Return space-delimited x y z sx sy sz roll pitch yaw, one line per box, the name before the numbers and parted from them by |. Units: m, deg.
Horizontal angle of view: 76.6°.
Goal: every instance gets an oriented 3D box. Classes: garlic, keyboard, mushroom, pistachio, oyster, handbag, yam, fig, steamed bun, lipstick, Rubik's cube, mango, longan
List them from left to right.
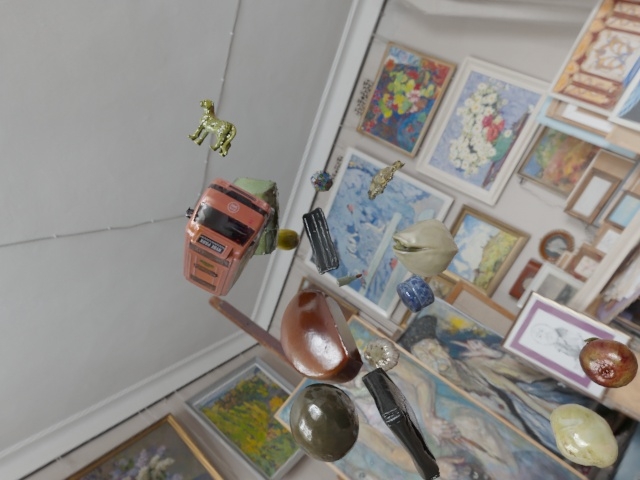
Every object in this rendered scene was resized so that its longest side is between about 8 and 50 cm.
yam | -0.255 -0.099 1.549 0.201 0.203 0.270 -79 -7 -65
mango | -0.171 -0.004 1.863 0.161 0.076 0.103 6 -64 -26
steamed bun | -0.015 0.394 1.613 0.248 0.379 0.235 -32 -33 10
keyboard | 0.000 0.000 1.611 0.106 0.262 0.016 -25 -15 28
Rubik's cube | 0.006 -0.281 1.929 0.093 0.111 0.111 -23 -32 -9
longan | 0.005 0.551 1.253 0.248 0.248 0.248 -42 -28 -29
lipstick | 0.137 0.179 1.876 0.130 0.030 0.030 -17 -53 -17
oyster | 0.246 -0.233 1.647 0.128 0.079 0.345 -61 3 -14
garlic | 0.265 0.488 1.731 0.102 0.159 0.147 21 -111 -46
handbag | 0.218 0.478 1.079 0.080 0.246 0.223 -33 18 -2
pistachio | 0.358 0.024 1.409 0.332 0.226 0.207 -3 -74 -60
mushroom | 0.618 0.459 0.955 0.148 0.148 0.112 -34 -41 -40
fig | 1.145 0.477 1.617 0.205 0.205 0.205 -42 -28 -29

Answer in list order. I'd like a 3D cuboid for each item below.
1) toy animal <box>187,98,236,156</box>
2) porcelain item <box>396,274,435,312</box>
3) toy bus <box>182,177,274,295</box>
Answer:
toy animal | -0.309 -0.335 1.215 0.136 0.182 0.073 -61 -28 0
porcelain item | 0.411 0.236 1.769 0.114 0.147 0.147 -29 -30 -9
toy bus | -0.305 0.007 1.254 0.232 0.203 0.427 -65 6 -30
